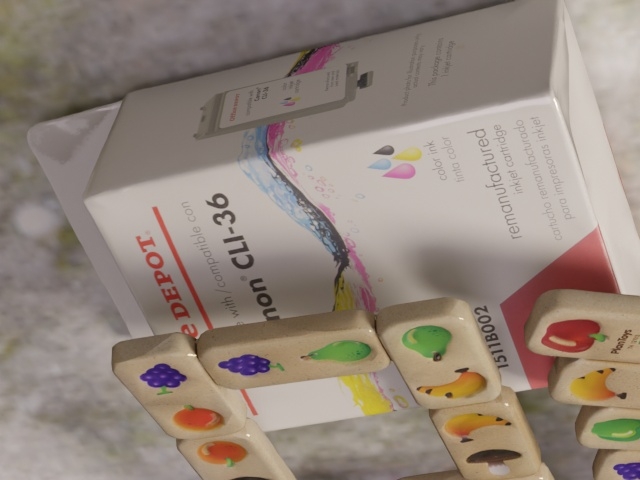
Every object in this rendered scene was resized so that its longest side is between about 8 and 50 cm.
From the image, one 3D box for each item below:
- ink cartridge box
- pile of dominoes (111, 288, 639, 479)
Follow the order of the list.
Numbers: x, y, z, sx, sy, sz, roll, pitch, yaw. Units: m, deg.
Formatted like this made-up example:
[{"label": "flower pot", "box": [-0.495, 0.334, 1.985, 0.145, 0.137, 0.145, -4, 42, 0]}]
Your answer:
[{"label": "ink cartridge box", "box": [0.000, 0.000, 0.612, 0.198, 0.067, 0.115, -12, 124, 19]}, {"label": "pile of dominoes", "box": [0.061, 0.099, 0.636, 0.196, 0.040, 0.251, -9, 146, 15]}]
